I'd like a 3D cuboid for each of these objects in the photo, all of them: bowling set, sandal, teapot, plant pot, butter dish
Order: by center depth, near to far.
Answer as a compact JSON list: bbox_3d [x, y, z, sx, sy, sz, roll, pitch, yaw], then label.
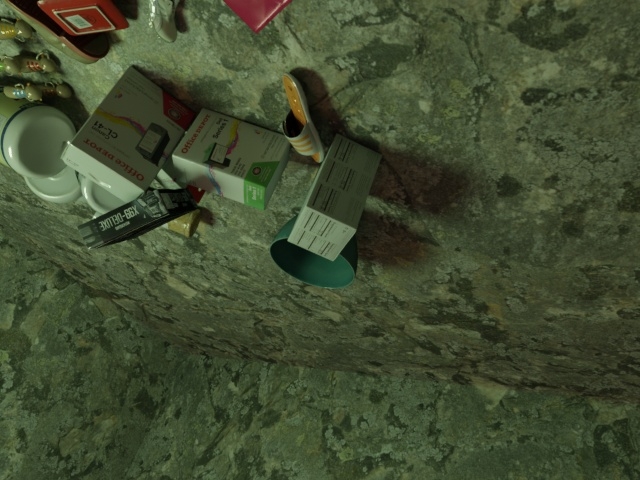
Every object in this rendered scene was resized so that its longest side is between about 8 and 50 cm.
[{"bbox_3d":[-0.556,-0.570,1.180,0.159,0.119,0.160,-8,176,2],"label":"butter dish"},{"bbox_3d":[-0.067,-0.304,1.299,0.102,0.076,0.265,47,165,44],"label":"sandal"},{"bbox_3d":[-0.870,-0.471,1.457,0.154,0.200,0.287,8,151,19],"label":"bowling set"},{"bbox_3d":[0.000,0.000,1.652,0.290,0.196,0.290,15,149,9],"label":"plant pot"},{"bbox_3d":[-0.938,-0.254,1.837,0.252,0.256,0.187,3,180,-6],"label":"teapot"}]

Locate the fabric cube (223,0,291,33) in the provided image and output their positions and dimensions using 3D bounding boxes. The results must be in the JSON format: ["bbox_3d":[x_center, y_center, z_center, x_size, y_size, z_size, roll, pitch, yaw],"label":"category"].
[{"bbox_3d":[-0.085,-0.547,0.782,0.258,0.254,0.259,38,146,-26],"label":"fabric cube"}]

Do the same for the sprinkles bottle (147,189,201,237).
[{"bbox_3d":[-0.642,-0.127,1.924,0.355,0.121,0.121,22,150,-1],"label":"sprinkles bottle"}]

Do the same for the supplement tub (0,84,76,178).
[{"bbox_3d":[-0.986,-0.360,1.621,0.324,0.235,0.235,26,152,21],"label":"supplement tub"}]

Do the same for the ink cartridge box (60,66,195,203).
[{"bbox_3d":[-0.529,-0.293,1.407,0.226,0.306,0.131,35,148,-23],"label":"ink cartridge box"}]

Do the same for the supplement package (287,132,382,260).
[{"bbox_3d":[0.039,-0.115,1.379,0.145,0.262,0.204,25,149,-5],"label":"supplement package"}]

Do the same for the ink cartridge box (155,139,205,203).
[{"bbox_3d":[-0.468,-0.235,1.631,0.077,0.134,0.231,-5,140,35],"label":"ink cartridge box"}]

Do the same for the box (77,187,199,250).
[{"bbox_3d":[-0.515,-0.070,1.461,0.307,0.242,0.077,-86,-29,-84],"label":"box"}]

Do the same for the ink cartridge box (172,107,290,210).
[{"bbox_3d":[-0.250,-0.234,1.430,0.278,0.202,0.117,19,149,4],"label":"ink cartridge box"}]

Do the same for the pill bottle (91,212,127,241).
[{"bbox_3d":[-0.906,-0.071,2.201,0.169,0.094,0.094,30,149,-14],"label":"pill bottle"}]

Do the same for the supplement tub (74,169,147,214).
[{"bbox_3d":[-0.691,-0.216,1.638,0.193,0.193,0.316,48,173,-38],"label":"supplement tub"}]

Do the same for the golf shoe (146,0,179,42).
[{"bbox_3d":[-0.358,-0.536,1.157,0.085,0.069,0.176,5,147,15],"label":"golf shoe"}]

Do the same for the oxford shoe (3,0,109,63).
[{"bbox_3d":[-0.713,-0.574,1.263,0.130,0.123,0.348,-7,139,47],"label":"oxford shoe"}]
